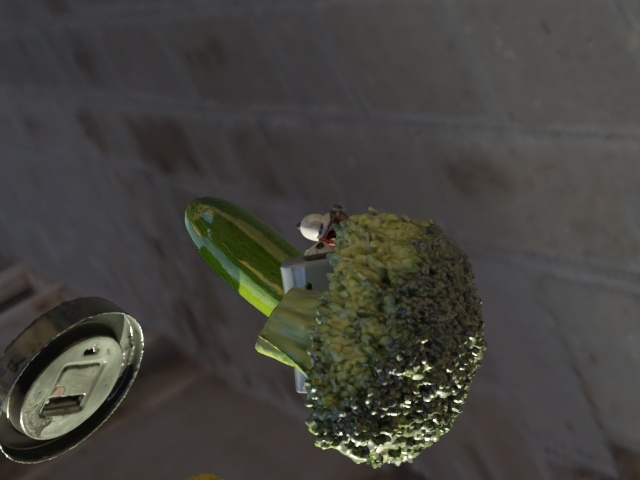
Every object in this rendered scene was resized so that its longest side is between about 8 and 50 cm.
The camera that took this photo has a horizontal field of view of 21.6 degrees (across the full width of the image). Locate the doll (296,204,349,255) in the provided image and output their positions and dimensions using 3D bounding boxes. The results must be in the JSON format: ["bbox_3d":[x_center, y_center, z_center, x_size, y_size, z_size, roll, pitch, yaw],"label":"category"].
[{"bbox_3d":[0.006,0.001,1.723,0.040,0.058,0.085,72,-173,-48],"label":"doll"}]

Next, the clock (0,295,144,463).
[{"bbox_3d":[-0.298,0.159,1.934,0.042,0.215,0.215,38,156,28],"label":"clock"}]

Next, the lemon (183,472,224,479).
[{"bbox_3d":[-0.134,0.298,1.921,0.092,0.065,0.065,-20,101,47],"label":"lemon"}]

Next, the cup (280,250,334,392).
[{"bbox_3d":[0.016,0.076,1.598,0.128,0.095,0.129,-76,-23,-85],"label":"cup"}]

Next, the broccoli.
[{"bbox_3d":[0.045,0.083,1.354,0.176,0.226,0.198,30,145,38],"label":"broccoli"}]

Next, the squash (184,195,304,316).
[{"bbox_3d":[-0.035,0.051,1.863,0.292,0.082,0.082,37,159,14],"label":"squash"}]
